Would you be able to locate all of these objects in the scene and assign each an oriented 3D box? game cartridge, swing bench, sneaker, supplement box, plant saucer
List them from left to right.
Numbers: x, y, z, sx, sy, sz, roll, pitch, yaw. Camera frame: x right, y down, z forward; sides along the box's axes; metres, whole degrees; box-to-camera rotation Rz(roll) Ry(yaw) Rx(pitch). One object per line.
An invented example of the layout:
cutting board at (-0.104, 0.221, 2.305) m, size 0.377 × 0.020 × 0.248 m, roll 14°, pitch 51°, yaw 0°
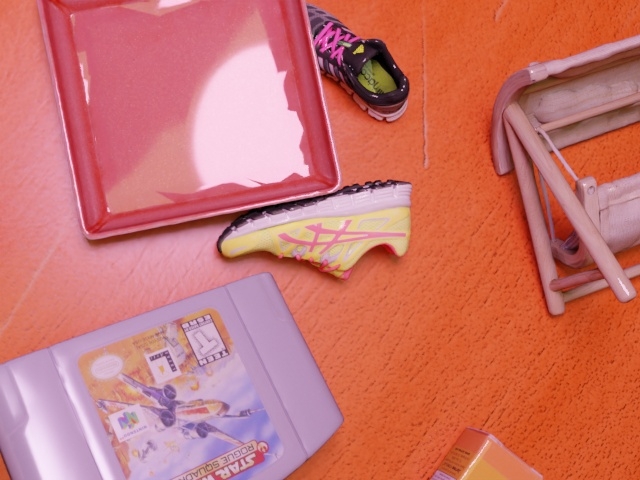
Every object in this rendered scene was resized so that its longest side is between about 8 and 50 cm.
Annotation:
game cartridge at (-0.129, 0.159, 0.740) m, size 0.297 × 0.062 × 0.198 m, roll -19°, pitch 69°, yaw -31°
plant saucer at (-0.129, -0.148, 0.817) m, size 0.259 × 0.048 × 0.259 m, roll -11°, pitch 87°, yaw -5°
sneaker at (0.000, 0.000, 0.830) m, size 0.209 × 0.081 × 0.094 m, roll -11°, pitch 101°, yaw -6°
sneaker at (0.030, -0.195, 0.853) m, size 0.170 × 0.075 × 0.063 m, roll 40°, pitch 79°, yaw -5°
supplement box at (0.121, 0.308, 0.827) m, size 0.078 × 0.080 × 0.233 m, roll 40°, pitch 77°, yaw -5°
swing bench at (0.339, -0.084, 0.867) m, size 0.253 × 0.165 × 0.254 m, roll -18°, pitch 84°, yaw -12°
